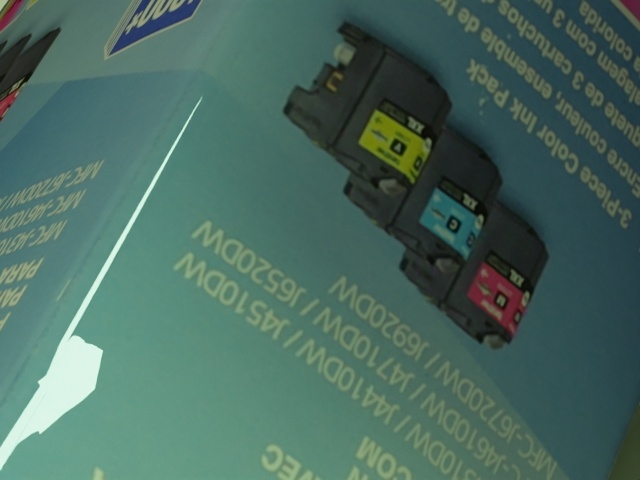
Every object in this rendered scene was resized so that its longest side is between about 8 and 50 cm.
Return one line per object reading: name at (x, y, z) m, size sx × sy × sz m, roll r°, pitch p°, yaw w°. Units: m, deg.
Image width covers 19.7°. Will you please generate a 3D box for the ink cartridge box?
ink cartridge box at (-0.062, 0.062, 0.495) m, size 0.270 × 0.151 × 0.395 m, roll -20°, pitch 38°, yaw 55°
